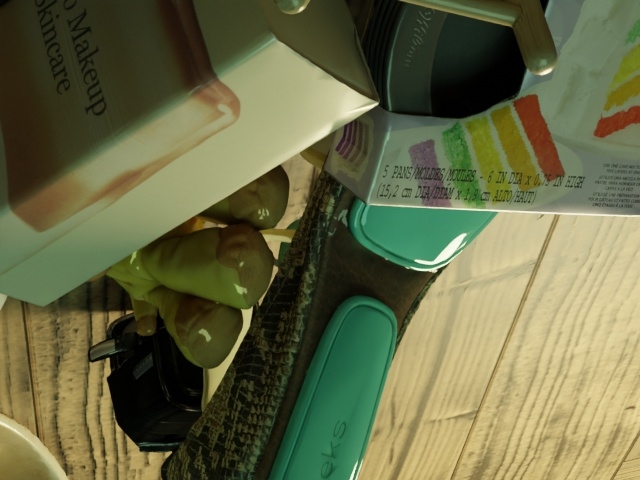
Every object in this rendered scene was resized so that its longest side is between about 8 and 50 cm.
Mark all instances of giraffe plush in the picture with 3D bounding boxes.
[{"bbox_3d":[-0.151,-0.013,1.342,0.170,0.181,0.210,18,172,-33],"label":"giraffe plush"}]

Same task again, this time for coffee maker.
[{"bbox_3d":[-0.103,0.120,1.521,0.120,0.171,0.178,-29,178,-24],"label":"coffee maker"}]

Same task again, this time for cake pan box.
[{"bbox_3d":[0.145,-0.140,1.221,0.267,0.070,0.245,3,112,-33],"label":"cake pan box"}]

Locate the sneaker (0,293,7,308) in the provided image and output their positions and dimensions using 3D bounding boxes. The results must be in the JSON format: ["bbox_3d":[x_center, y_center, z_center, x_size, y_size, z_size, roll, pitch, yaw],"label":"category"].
[{"bbox_3d":[-0.351,0.093,1.353,0.256,0.094,0.151,-63,149,-10],"label":"sneaker"}]

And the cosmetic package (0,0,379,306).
[{"bbox_3d":[-0.130,-0.096,1.174,0.296,0.153,0.129,-31,150,22],"label":"cosmetic package"}]

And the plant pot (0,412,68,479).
[{"bbox_3d":[-0.426,0.352,1.696,0.305,0.334,0.334,-16,155,24],"label":"plant pot"}]

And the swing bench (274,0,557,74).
[{"bbox_3d":[0.094,-0.269,0.911,0.165,0.254,0.253,13,144,-9],"label":"swing bench"}]

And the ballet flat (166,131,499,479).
[{"bbox_3d":[0.014,0.011,1.365,0.164,0.182,0.483,27,91,-48],"label":"ballet flat"}]

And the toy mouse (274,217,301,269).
[{"bbox_3d":[0.000,0.000,1.512,0.161,0.031,0.143,-37,149,-38],"label":"toy mouse"}]
